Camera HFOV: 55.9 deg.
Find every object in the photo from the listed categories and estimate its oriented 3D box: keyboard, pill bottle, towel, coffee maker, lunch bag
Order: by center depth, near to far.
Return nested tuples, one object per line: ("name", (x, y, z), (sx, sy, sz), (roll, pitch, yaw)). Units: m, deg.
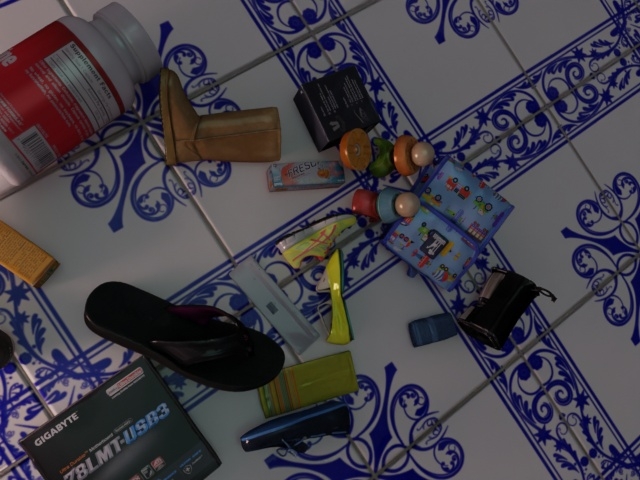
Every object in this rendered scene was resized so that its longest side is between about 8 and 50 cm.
("pill bottle", (-0.548, -0.320, 1.271), (0.408, 0.229, 0.229), (-42, 93, -18))
("towel", (-0.030, 0.335, 1.415), (0.237, 0.021, 0.102), (-12, 90, -18))
("keyboard", (-0.108, 0.153, 1.428), (0.072, 0.014, 0.256), (-41, 93, -13))
("coffee maker", (0.452, 0.172, 1.494), (0.120, 0.171, 0.178), (43, 74, -22))
("towel", (0.280, 0.223, 1.512), (0.119, 0.029, 0.067), (-11, 84, -16))
("lunch bag", (0.301, -0.032, 1.526), (0.221, 0.138, 0.293), (36, 86, -8))

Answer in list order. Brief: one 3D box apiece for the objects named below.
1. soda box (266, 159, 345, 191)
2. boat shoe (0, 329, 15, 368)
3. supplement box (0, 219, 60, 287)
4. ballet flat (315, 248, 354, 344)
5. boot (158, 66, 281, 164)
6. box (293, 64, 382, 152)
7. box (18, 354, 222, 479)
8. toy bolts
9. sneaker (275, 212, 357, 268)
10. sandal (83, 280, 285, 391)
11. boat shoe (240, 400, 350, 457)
("soda box", (-0.036, -0.157, 1.470), (0.183, 0.063, 0.058), (-6, 83, -16))
("boat shoe", (-0.778, 0.167, 1.193), (0.335, 0.095, 0.112), (24, 80, -10))
("supplement box", (-0.669, 0.004, 1.262), (0.233, 0.078, 0.080), (34, 74, -7))
("ballet flat", (0.029, 0.135, 1.438), (0.077, 0.077, 0.231), (-7, 84, 0))
("boot", (-0.229, -0.287, 1.392), (0.269, 0.089, 0.236), (-7, 124, -14))
("box", (0.040, -0.327, 1.504), (0.158, 0.093, 0.156), (-25, 88, -19))
("box", (-0.411, 0.442, 1.265), (0.295, 0.073, 0.293), (-34, 92, -19))
("toy bolts", (0.163, -0.158, 1.441), (0.218, 0.158, 0.228), (16, 79, -50))
("sneaker", (0.000, 0.000, 1.453), (0.208, 0.081, 0.094), (-26, 95, -11))
("sandal", (-0.281, 0.199, 1.289), (0.446, 0.107, 0.167), (21, 44, -11))
("boat shoe", (-0.046, 0.436, 1.348), (0.258, 0.109, 0.089), (-12, 88, -15))
